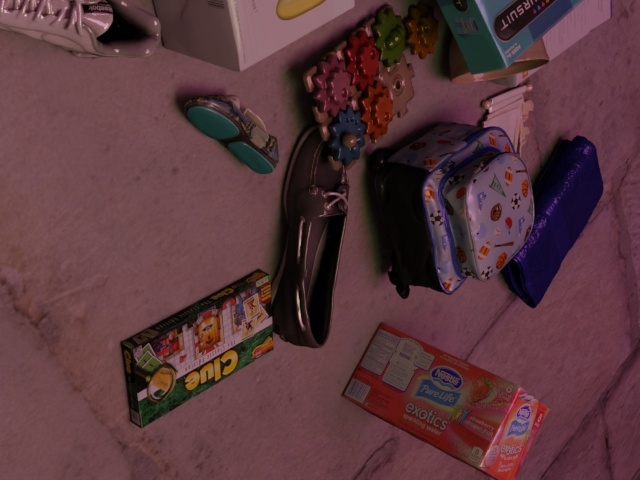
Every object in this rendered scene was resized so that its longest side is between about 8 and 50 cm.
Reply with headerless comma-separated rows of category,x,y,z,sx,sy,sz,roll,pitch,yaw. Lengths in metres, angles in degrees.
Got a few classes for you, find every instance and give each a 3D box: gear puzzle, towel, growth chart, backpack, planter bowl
gear puzzle,0.101,-0.248,1.631,0.339,0.044,0.175,-46,129,-40
towel,0.460,-0.040,2.200,0.308,0.076,0.228,-55,149,-15
growth chart,0.330,-0.167,2.009,0.172,0.021,0.237,-16,120,-47
backpack,0.230,-0.070,1.799,0.263,0.213,0.277,-46,136,-41
planter bowl,0.280,-0.326,1.775,0.162,0.162,0.109,-9,88,-48

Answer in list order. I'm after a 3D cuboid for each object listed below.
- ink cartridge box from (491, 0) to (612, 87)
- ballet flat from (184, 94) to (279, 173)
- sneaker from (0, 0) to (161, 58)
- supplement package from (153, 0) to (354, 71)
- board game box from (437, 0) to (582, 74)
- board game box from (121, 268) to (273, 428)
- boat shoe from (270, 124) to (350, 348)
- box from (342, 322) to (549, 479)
ink cartridge box,0.397,-0.467,1.899,0.307,0.072,0.304,-38,132,-35
ballet flat,-0.116,-0.156,1.450,0.070,0.070,0.188,-59,144,-10
sneaker,-0.289,-0.252,1.134,0.292,0.118,0.110,7,105,-50
supplement package,-0.087,-0.341,1.304,0.203,0.149,0.194,-37,133,-32
board game box,0.252,-0.457,1.614,0.254,0.079,0.336,-42,113,-29
board game box,-0.168,0.151,1.562,0.259,0.030,0.136,-29,131,-39
boat shoe,0.000,0.000,1.631,0.112,0.095,0.335,-7,114,-49
box,0.210,0.275,1.862,0.142,0.300,0.154,37,78,-50
